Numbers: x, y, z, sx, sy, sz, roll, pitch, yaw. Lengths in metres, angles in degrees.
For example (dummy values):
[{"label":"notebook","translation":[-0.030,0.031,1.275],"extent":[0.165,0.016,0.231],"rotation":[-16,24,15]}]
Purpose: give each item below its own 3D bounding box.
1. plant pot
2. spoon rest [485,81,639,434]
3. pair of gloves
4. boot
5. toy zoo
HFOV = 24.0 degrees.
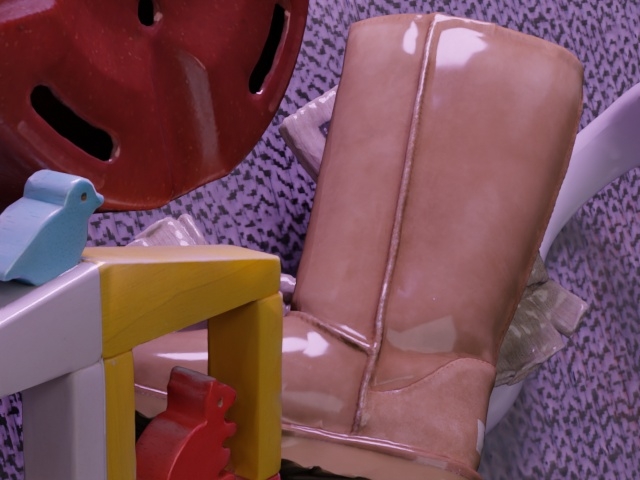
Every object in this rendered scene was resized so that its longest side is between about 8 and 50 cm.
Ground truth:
[{"label":"plant pot","translation":[-0.165,-0.117,0.618],"extent":[0.272,0.265,0.273],"rotation":[-5,96,-53]},{"label":"spoon rest","translation":[0.111,0.014,0.914],"extent":[0.276,0.084,0.137],"rotation":[-42,97,-17]},{"label":"pair of gloves","translation":[0.007,0.038,0.821],"extent":[0.240,0.042,0.204],"rotation":[-40,75,-20]},{"label":"boot","translation":[0.000,0.000,0.774],"extent":[0.236,0.089,0.270],"rotation":[16,63,-1]},{"label":"toy zoo","translation":[-0.084,0.120,0.533],"extent":[0.192,0.030,0.293],"rotation":[-18,115,-50]}]
